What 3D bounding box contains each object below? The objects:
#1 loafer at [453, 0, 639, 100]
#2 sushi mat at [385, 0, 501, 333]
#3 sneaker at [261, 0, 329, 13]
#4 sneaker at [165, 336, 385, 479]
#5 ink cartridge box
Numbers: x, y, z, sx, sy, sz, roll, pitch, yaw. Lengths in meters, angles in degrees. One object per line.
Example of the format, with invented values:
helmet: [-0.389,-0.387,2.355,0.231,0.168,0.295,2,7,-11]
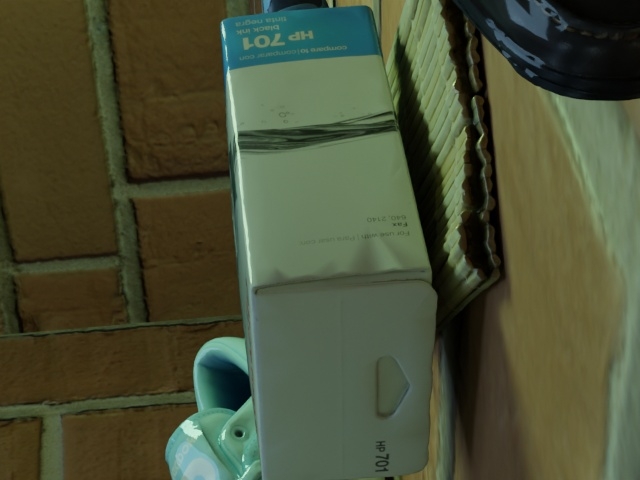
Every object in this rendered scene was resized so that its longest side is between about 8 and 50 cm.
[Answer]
loafer: [0.051,-0.107,0.347,0.061,0.062,0.170,99,165,-55]
sushi mat: [0.047,-0.031,0.765,0.316,0.019,0.151,106,160,-79]
sneaker: [-0.010,-0.143,1.220,0.059,0.053,0.144,-114,11,-80]
sneaker: [-0.037,0.190,1.037,0.366,0.150,0.135,-103,37,-63]
ink cartridge box: [0.000,0.000,0.749,0.190,0.082,0.139,-98,5,-46]
